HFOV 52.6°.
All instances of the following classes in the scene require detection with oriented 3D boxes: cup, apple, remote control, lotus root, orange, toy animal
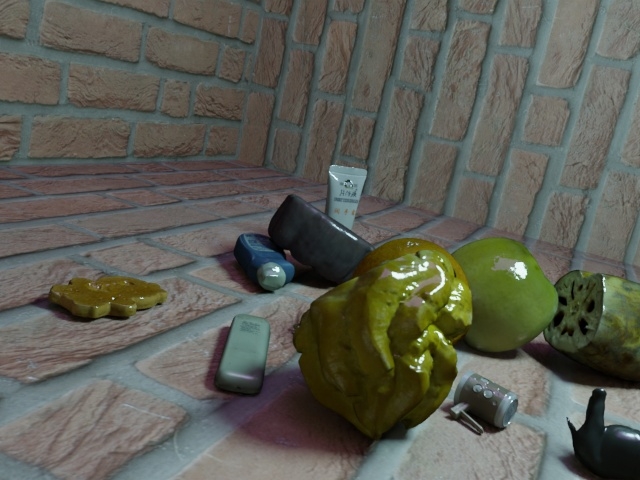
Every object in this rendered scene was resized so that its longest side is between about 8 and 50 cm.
[{"bbox_3d":[0.299,0.296,1.189,0.099,0.074,0.102,22,16,37],"label":"cup"},{"bbox_3d":[0.424,0.115,1.619,0.233,0.257,0.295,52,9,-16],"label":"apple"},{"bbox_3d":[-0.143,0.210,1.247,0.090,0.038,0.309,12,13,-5],"label":"remote control"},{"bbox_3d":[0.736,0.216,1.575,0.346,0.251,0.250,17,11,-15],"label":"lotus root"},{"bbox_3d":[0.194,0.131,1.399,0.274,0.274,0.274,11,13,-3],"label":"orange"},{"bbox_3d":[0.541,0.340,1.077,0.245,0.146,0.114,-1,-28,38],"label":"toy animal"}]

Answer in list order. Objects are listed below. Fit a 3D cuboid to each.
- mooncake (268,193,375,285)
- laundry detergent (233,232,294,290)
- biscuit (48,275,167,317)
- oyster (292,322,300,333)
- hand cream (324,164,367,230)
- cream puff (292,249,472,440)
[{"bbox_3d":[0.000,0.000,1.861,0.306,0.154,0.306,35,5,-4],"label":"mooncake"},{"bbox_3d":[-0.151,0.066,1.767,0.143,0.094,0.290,18,13,-20],"label":"laundry detergent"},{"bbox_3d":[-0.445,0.119,1.374,0.184,0.035,0.249,19,14,26],"label":"biscuit"},{"bbox_3d":[-0.030,0.210,1.408,0.080,0.038,0.083,-10,35,20],"label":"oyster"},{"bbox_3d":[0.067,-0.086,2.101,0.139,0.314,0.089,2,13,-27],"label":"hand cream"},{"bbox_3d":[0.129,0.185,1.104,0.291,0.257,0.324,-31,-20,24],"label":"cream puff"}]
